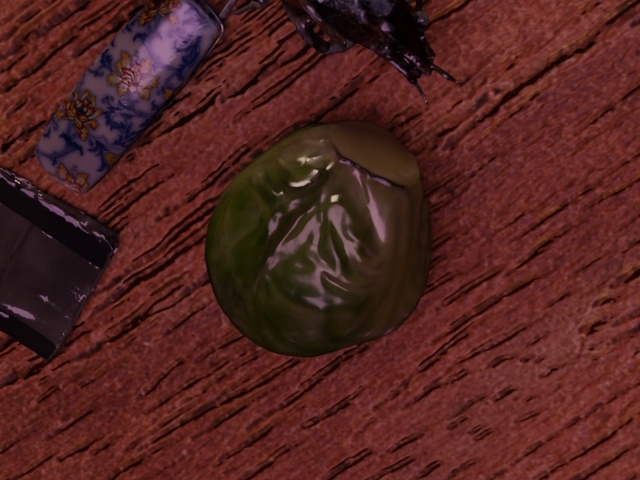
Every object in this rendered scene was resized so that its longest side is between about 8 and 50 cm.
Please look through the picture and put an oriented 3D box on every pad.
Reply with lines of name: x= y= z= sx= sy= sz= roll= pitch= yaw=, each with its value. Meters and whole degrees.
pad: x=-0.351 y=0.009 z=1.961 sx=0.233 sy=0.022 sz=0.174 roll=30 pitch=111 yaw=1

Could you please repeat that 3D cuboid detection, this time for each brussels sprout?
brussels sprout: x=0.000 y=0.000 z=1.809 sx=0.244 sy=0.244 sz=0.244 roll=3 pitch=108 yaw=8

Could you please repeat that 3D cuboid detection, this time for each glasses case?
glasses case: x=-0.199 y=-0.156 z=1.858 sx=0.087 sy=0.065 sz=0.248 roll=41 pitch=110 yaw=-7

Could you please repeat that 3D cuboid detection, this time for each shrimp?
shrimp: x=-0.023 y=-0.297 z=1.743 sx=0.221 sy=0.166 sz=0.410 roll=-41 pitch=104 yaw=-9
